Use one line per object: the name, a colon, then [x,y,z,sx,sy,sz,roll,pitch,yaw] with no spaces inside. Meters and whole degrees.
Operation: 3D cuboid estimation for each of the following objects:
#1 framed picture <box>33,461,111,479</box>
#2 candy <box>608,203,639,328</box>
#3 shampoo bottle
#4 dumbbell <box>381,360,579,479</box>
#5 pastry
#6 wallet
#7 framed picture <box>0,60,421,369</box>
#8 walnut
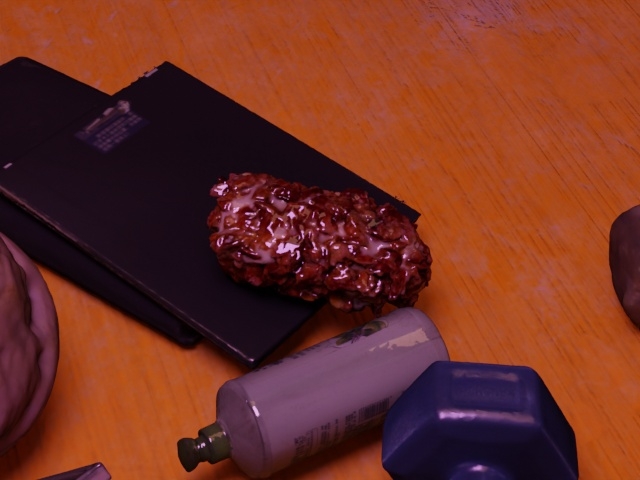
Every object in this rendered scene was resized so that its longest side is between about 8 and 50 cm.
framed picture: [-0.296,0.259,0.933,0.289,0.213,0.016,-39,98,-35]
candy: [0.392,0.026,1.256,0.234,0.102,0.104,-2,43,-3]
shampoo bottle: [-0.012,0.137,1.114,0.234,0.118,0.087,-21,78,-22]
dumbbell: [0.118,0.247,0.981,0.144,0.160,0.324,-20,38,24]
pastry: [-0.001,0.002,1.187,0.209,0.097,0.115,15,57,4]
wallet: [-0.226,-0.054,1.348,0.406,0.062,0.228,27,48,23]
framed picture: [-0.111,-0.040,1.284,0.339,0.014,0.255,32,51,22]
walnut: [-0.333,0.076,1.068,0.248,0.248,0.248,1,43,-1]
